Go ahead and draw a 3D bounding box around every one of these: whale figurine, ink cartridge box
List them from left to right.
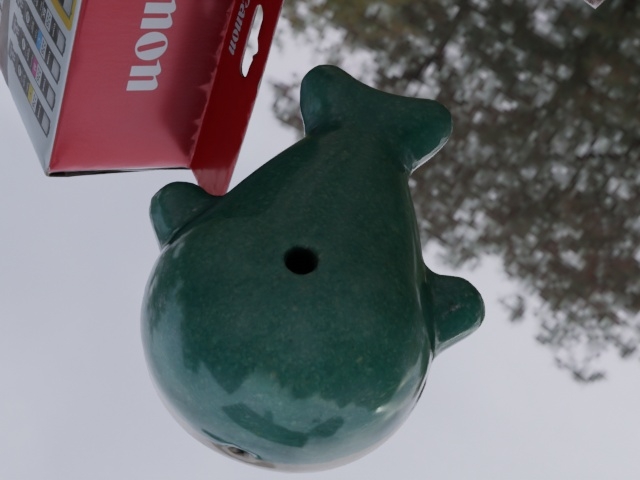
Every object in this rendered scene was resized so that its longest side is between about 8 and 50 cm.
[{"bbox_3d":[-0.140,-0.209,1.113,0.130,0.309,0.272,-4,-138,-27],"label":"ink cartridge box"},{"bbox_3d":[0.000,0.000,0.892,0.216,0.141,0.272,21,-116,6],"label":"whale figurine"}]

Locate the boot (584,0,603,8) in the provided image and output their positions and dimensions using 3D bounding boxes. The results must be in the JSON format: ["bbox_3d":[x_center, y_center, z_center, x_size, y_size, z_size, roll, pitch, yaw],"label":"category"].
[{"bbox_3d":[0.080,-0.168,0.578,0.152,0.073,0.197,47,-162,2],"label":"boot"}]
